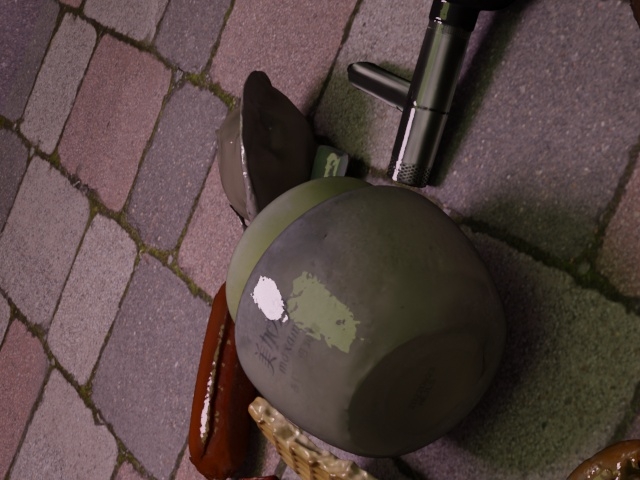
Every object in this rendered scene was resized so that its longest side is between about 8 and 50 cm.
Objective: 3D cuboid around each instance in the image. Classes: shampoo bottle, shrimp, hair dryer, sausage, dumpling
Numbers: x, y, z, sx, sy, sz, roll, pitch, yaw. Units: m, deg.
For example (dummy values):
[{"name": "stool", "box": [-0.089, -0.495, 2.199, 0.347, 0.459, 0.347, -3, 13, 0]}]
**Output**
[{"name": "shampoo bottle", "box": [0.059, 0.095, 1.446, 0.317, 0.322, 0.322, 43, 111, 40]}, {"name": "shrimp", "box": [0.354, 0.270, 1.218, 0.287, 0.063, 0.152, -31, 42, 44]}, {"name": "hair dryer", "box": [0.112, -0.275, 1.669, 0.284, 0.155, 0.320, 41, 118, 40]}, {"name": "sausage", "box": [-0.149, 0.215, 1.850, 0.102, 0.102, 0.330, -12, 64, 50]}, {"name": "dumpling", "box": [-0.075, -0.129, 1.819, 0.204, 0.163, 0.293, 144, 129, -66]}]

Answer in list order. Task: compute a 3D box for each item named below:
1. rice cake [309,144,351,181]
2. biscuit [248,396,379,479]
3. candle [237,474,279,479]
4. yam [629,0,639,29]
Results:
[{"name": "rice cake", "box": [-0.001, -0.002, 1.787, 0.081, 0.051, 0.290, 9, 86, 50]}, {"name": "biscuit", "box": [0.034, 0.322, 1.499, 0.040, 0.205, 0.309, -45, 41, -18]}, {"name": "candle", "box": [-0.174, 0.410, 1.851, 0.329, 0.048, 0.051, -21, 52, 47]}, {"name": "yam", "box": [0.407, -0.267, 1.300, 0.131, 0.131, 0.280, -38, 49, 38]}]
